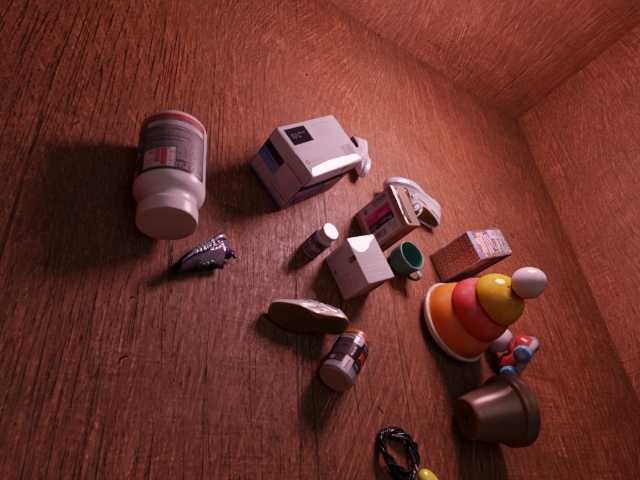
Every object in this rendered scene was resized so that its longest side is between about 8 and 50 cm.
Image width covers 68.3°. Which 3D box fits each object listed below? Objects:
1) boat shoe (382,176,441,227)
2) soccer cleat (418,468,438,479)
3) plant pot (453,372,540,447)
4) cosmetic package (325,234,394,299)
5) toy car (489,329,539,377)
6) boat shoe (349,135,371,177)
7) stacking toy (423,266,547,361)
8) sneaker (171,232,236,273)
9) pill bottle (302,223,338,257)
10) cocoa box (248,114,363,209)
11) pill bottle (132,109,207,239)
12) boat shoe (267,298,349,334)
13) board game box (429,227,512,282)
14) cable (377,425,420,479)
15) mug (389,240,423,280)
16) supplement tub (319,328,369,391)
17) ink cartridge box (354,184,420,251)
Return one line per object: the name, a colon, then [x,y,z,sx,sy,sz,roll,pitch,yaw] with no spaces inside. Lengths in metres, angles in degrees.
boat shoe: [0.434,-0.154,2.217,0.367,0.135,0.157,31,47,-33]
soccer cleat: [0.398,0.847,1.453,0.093,0.121,0.289,-7,65,-42]
plant pot: [0.626,0.639,1.735,0.229,0.263,0.263,-3,61,-20]
cosmetic package: [0.144,0.099,1.761,0.151,0.151,0.184,-9,66,-43]
toy car: [0.793,0.467,2.053,0.237,0.211,0.219,35,21,28]
boat shoe: [0.171,-0.391,2.195,0.084,0.095,0.258,21,39,-22]
stacking toy: [0.681,0.247,1.858,0.350,0.480,0.351,22,49,-27]
sneaker: [-0.344,0.059,1.436,0.098,0.083,0.223,54,41,-2]
pill bottle: [0.000,0.000,1.722,0.078,0.137,0.078,21,49,-27]
cocoa box: [-0.054,-0.308,1.832,0.347,0.228,0.232,-29,82,-47]
pill bottle: [-0.455,-0.199,1.432,0.210,0.210,0.363,15,52,-31]
boat shoe: [-0.045,0.241,1.555,0.276,0.098,0.096,17,21,-19]
board game box: [0.699,0.066,2.189,0.290,0.232,0.141,-6,65,-41]
cable: [0.255,0.674,1.515,0.185,0.047,0.150,51,42,3]
mug: [0.354,0.092,1.981,0.129,0.097,0.158,27,47,-23]
supplement tub: [0.084,0.383,1.530,0.117,0.117,0.190,45,43,-4]
ink cartridge box: [0.269,-0.085,1.936,0.088,0.234,0.194,-1,61,-41]
